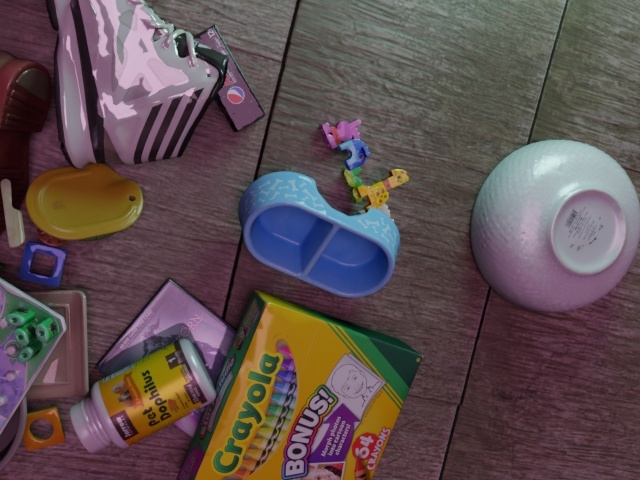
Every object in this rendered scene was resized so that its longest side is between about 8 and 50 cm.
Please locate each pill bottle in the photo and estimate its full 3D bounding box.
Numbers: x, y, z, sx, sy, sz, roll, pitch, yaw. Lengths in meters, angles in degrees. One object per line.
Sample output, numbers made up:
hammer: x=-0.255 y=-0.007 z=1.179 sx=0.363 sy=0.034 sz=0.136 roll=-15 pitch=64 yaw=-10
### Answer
pill bottle: x=-0.287 y=0.256 z=1.115 sx=0.215 sy=0.117 sz=0.117 roll=-27 pitch=102 yaw=-10

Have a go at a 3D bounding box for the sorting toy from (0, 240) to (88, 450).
sorting toy: x=-0.479 y=0.170 z=1.119 sx=0.196 sy=0.047 sz=0.348 roll=0 pitch=98 yaw=-10

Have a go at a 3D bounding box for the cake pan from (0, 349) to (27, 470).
cake pan: x=-0.595 y=0.247 z=1.066 sx=0.293 sy=0.054 sz=0.293 roll=0 pitch=99 yaw=-1

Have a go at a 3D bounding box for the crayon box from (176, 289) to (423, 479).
crayon box: x=-0.035 y=0.308 z=1.199 sx=0.313 sy=0.106 sz=0.363 roll=21 pitch=92 yaw=-23

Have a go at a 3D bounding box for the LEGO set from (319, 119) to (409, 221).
LEGO set: x=0.094 y=-0.119 z=1.213 sx=0.093 sy=0.087 sz=0.227 roll=-26 pitch=103 yaw=-10

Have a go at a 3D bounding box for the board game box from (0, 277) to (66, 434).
board game box: x=-0.640 y=0.180 z=1.002 sx=0.390 sy=0.050 sz=0.390 roll=33 pitch=97 yaw=-5

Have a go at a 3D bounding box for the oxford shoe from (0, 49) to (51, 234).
oxford shoe: x=-0.532 y=-0.127 z=1.058 sx=0.130 sy=0.123 sz=0.348 roll=25 pitch=94 yaw=15

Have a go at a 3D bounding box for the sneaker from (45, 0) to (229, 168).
sneaker: x=-0.272 y=-0.337 z=1.047 sx=0.257 sy=0.169 sz=0.447 roll=-3 pitch=106 yaw=-9

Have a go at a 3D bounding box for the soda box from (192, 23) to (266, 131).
soda box: x=-0.160 y=-0.268 z=1.148 sx=0.060 sy=0.053 sz=0.169 roll=-32 pitch=102 yaw=-8

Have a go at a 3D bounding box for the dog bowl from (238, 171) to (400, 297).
dog bowl: x=0.000 y=0.000 z=1.169 sx=0.297 sy=0.074 sz=0.166 roll=24 pitch=122 yaw=-16

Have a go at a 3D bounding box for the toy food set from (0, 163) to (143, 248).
toy food set: x=-0.396 y=-0.047 z=1.092 sx=0.218 sy=0.071 sz=0.128 roll=-13 pitch=70 yaw=-33

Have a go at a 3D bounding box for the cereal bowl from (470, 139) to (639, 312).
cereal bowl: x=0.465 y=-0.021 z=1.292 sx=0.339 sy=0.141 sz=0.339 roll=-2 pitch=98 yaw=-14

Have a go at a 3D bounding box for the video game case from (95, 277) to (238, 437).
video game case: x=-0.220 y=0.225 z=1.203 sx=0.274 sy=0.026 sz=0.196 roll=41 pitch=85 yaw=-16
